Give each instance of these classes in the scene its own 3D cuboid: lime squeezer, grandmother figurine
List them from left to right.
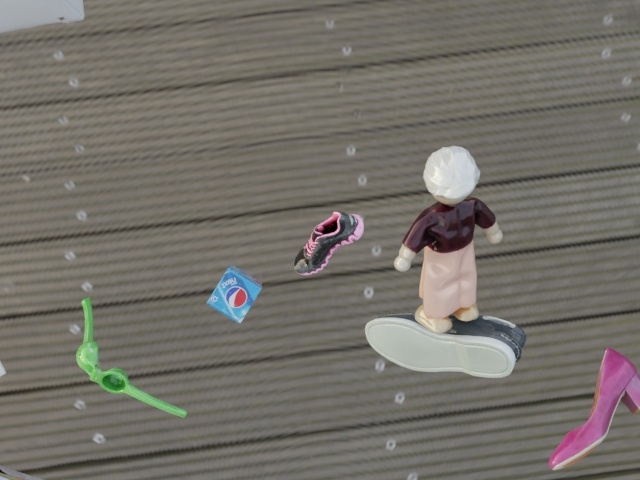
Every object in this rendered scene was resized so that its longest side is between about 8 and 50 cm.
[{"bbox_3d":[-0.384,0.236,1.981,0.310,0.110,0.059,44,112,19],"label":"lime squeezer"},{"bbox_3d":[0.212,-0.003,1.797,0.208,0.342,0.104,-26,43,-30],"label":"grandmother figurine"}]

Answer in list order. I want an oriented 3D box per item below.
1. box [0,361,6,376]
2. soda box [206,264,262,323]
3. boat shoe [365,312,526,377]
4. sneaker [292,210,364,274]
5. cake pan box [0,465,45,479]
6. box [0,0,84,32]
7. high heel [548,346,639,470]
[{"bbox_3d":[-0.585,0.118,1.559,0.127,0.149,0.232,-31,109,-29],"label":"box"},{"bbox_3d":[-0.145,0.090,1.836,0.067,0.210,0.071,31,88,-3],"label":"soda box"},{"bbox_3d":[0.230,0.181,1.969,0.303,0.114,0.091,12,38,29],"label":"boat shoe"},{"bbox_3d":[0.000,0.000,1.443,0.119,0.057,0.047,-41,55,20],"label":"sneaker"},{"bbox_3d":[-0.352,0.301,1.222,0.267,0.246,0.070,24,73,-19],"label":"cake pan box"},{"bbox_3d":[-0.249,-0.235,0.743,0.130,0.091,0.170,-10,85,4],"label":"box"},{"bbox_3d":[0.454,0.286,1.820,0.244,0.082,0.117,-35,70,-16],"label":"high heel"}]
